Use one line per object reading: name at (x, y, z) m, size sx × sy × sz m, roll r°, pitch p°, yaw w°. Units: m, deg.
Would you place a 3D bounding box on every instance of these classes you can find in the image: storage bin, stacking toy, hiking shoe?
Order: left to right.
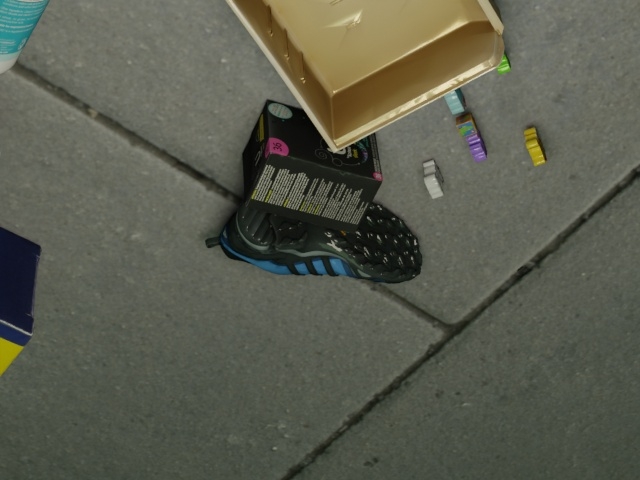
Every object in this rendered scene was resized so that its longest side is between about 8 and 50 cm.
hiking shoe at (0.000, 0.000, 2.122) m, size 0.304 × 0.113 × 0.132 m, roll 15°, pitch 157°, yaw -25°
storage bin at (0.060, -0.290, 1.844) m, size 0.260 × 0.123 × 0.262 m, roll -26°, pitch 123°, yaw 16°
stacking toy at (0.195, -0.168, 2.016) m, size 0.167 × 0.052 × 0.221 m, roll -18°, pitch 123°, yaw 15°

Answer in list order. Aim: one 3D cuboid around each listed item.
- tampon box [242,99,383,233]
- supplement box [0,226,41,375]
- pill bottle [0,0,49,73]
tampon box at (-0.013, -0.098, 2.005) m, size 0.161 × 0.120 × 0.101 m, roll 14°, pitch 127°, yaw -17°
supplement box at (-0.568, 0.142, 2.100) m, size 0.195 × 0.194 × 0.356 m, roll 28°, pitch 122°, yaw -26°
pill bottle at (-0.377, -0.333, 1.757) m, size 0.146 × 0.146 × 0.264 m, roll 22°, pitch 123°, yaw -22°
